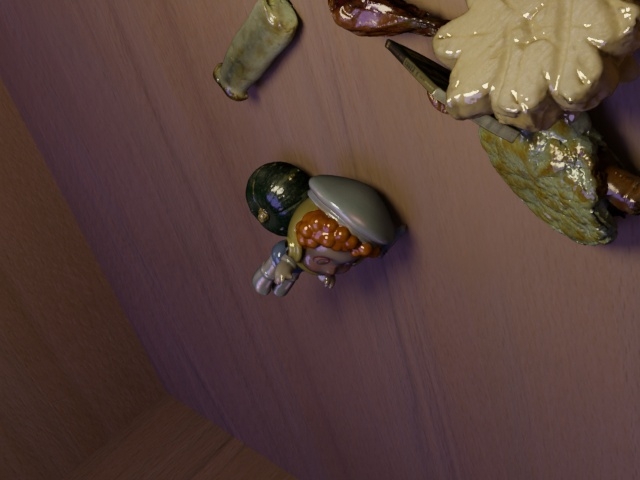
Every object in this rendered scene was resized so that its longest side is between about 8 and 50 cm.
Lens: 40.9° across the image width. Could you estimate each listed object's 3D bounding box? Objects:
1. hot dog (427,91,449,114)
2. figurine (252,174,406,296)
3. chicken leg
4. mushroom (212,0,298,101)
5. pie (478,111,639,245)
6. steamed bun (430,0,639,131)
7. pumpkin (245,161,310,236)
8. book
[{"bbox_3d":[0.211,-0.247,1.449,0.083,0.035,0.058,52,159,-3],"label":"hot dog"},{"bbox_3d":[-0.026,-0.004,1.810,0.382,0.225,0.205,-29,57,32],"label":"figurine"},{"bbox_3d":[0.128,-0.352,1.367,0.304,0.113,0.093,29,111,35],"label":"chicken leg"},{"bbox_3d":[-0.134,-0.386,1.741,0.100,0.081,0.312,48,148,-2],"label":"mushroom"},{"bbox_3d":[0.365,-0.106,1.329,0.274,0.105,0.257,50,161,2],"label":"pie"},{"bbox_3d":[0.292,-0.264,1.134,0.137,0.295,0.292,21,-159,-48],"label":"steamed bun"},{"bbox_3d":[-0.085,-0.094,1.940,0.190,0.146,0.190,46,174,6],"label":"pumpkin"},{"bbox_3d":[0.195,-0.232,1.300,0.160,0.024,0.228,23,-158,-26],"label":"book"}]
